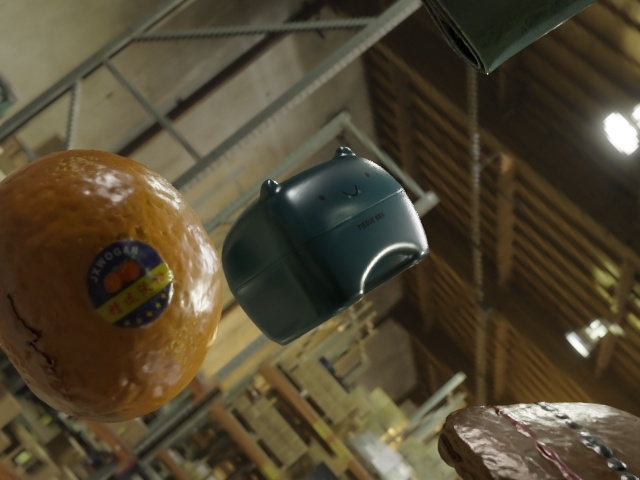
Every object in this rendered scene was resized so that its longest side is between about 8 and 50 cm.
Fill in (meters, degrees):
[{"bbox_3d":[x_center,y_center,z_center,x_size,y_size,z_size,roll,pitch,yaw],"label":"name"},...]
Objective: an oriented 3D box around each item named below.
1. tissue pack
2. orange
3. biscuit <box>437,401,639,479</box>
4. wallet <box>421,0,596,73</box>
[{"bbox_3d":[0.000,0.000,1.623,0.198,0.287,0.206,-36,-95,42],"label":"tissue pack"},{"bbox_3d":[-0.177,0.034,0.918,0.219,0.193,0.219,33,-35,27],"label":"orange"},{"bbox_3d":[0.274,0.238,1.110,0.262,0.277,0.052,-126,-134,-55],"label":"biscuit"},{"bbox_3d":[0.180,-0.340,1.162,0.290,0.251,0.054,57,-8,9],"label":"wallet"}]
